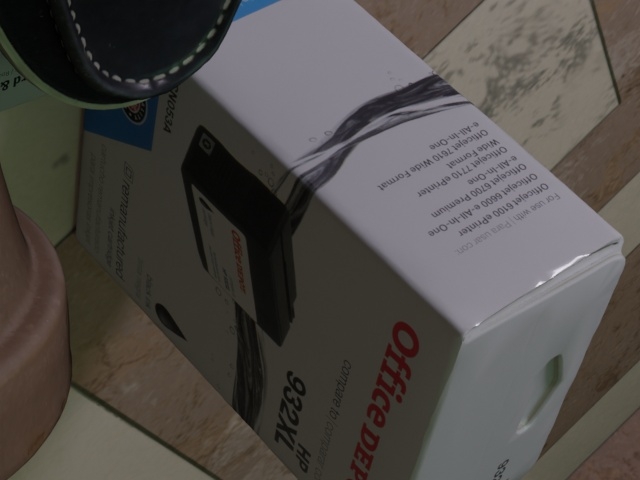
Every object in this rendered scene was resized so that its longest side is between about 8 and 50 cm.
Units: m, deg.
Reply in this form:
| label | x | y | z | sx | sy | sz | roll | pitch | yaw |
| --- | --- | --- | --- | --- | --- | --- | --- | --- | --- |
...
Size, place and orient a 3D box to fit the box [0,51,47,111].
| label | x | y | z | sx | sy | sz | roll | pitch | yaw |
| --- | --- | --- | --- | --- | --- | --- | --- | --- | --- |
| box | -0.168 | -0.140 | 0.853 | 0.145 | 0.038 | 0.186 | -25 | 149 | -35 |

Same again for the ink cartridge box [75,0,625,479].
| label | x | y | z | sx | sy | sz | roll | pitch | yaw |
| --- | --- | --- | --- | --- | --- | --- | --- | --- | --- |
| ink cartridge box | 0.000 | 0.000 | 0.994 | 0.129 | 0.307 | 0.223 | -28 | 149 | -32 |

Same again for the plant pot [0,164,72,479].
| label | x | y | z | sx | sy | sz | roll | pitch | yaw |
| --- | --- | --- | --- | --- | --- | --- | --- | --- | --- |
| plant pot | -0.233 | -0.031 | 0.715 | 0.263 | 0.263 | 0.229 | -22 | 129 | -40 |

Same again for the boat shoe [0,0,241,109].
| label | x | y | z | sx | sy | sz | roll | pitch | yaw |
| --- | --- | --- | --- | --- | --- | --- | --- | --- | --- |
| boat shoe | -0.044 | -0.216 | 0.691 | 0.187 | 0.156 | 0.500 | -23 | 151 | -33 |
